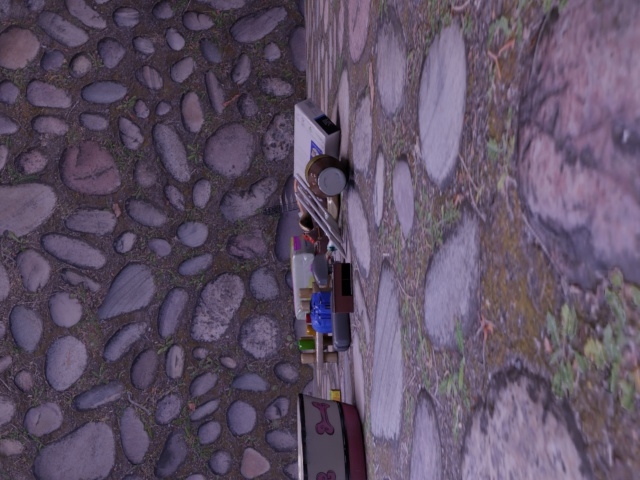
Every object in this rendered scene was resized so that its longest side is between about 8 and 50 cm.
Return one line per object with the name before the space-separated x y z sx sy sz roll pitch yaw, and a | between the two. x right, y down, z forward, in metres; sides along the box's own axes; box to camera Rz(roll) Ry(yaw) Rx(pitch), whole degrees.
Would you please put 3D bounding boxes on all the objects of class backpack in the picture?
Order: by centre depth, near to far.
backpack | 0.014 0.226 1.886 0.101 0.097 0.120 103 167 -61

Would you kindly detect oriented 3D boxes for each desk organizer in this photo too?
desk organizer | 0.056 0.121 1.542 0.047 0.050 0.130 169 100 -86

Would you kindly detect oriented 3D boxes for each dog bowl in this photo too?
dog bowl | 0.022 0.586 1.488 0.408 0.150 0.408 179 90 -86

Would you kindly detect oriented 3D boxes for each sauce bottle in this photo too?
sauce bottle | 0.015 -0.174 1.612 0.344 0.111 0.112 -103 12 -80

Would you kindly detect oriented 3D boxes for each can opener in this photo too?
can opener | 0.027 0.167 1.673 0.076 0.095 0.284 94 174 -60

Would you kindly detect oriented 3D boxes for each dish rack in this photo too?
dish rack | -0.105 -0.159 2.390 0.208 0.271 0.074 113 143 -82

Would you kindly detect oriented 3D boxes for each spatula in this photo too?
spatula | -0.002 -0.072 1.676 0.242 0.019 0.168 50 -161 -26

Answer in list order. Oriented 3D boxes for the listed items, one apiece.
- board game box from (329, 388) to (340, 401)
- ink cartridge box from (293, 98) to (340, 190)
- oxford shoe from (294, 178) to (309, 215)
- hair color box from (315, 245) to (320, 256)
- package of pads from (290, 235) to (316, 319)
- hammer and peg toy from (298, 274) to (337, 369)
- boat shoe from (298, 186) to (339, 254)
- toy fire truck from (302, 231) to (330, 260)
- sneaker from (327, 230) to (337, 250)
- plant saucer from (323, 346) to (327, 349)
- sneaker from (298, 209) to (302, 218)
board game box | 0.050 0.621 1.955 0.124 0.039 0.260 103 168 -78
ink cartridge box | -0.017 -0.271 1.900 0.165 0.065 0.333 50 155 25
oxford shoe | -0.021 -0.216 2.097 0.133 0.129 0.364 -117 23 -63
hair color box | 0.002 0.092 2.456 0.141 0.043 0.072 -95 4 -50
package of pads | -0.068 0.146 2.464 0.229 0.101 0.297 -101 8 -68
hammer and peg toy | -0.017 0.276 2.143 0.361 0.127 0.266 -113 22 -80
boat shoe | -0.010 -0.065 1.940 0.342 0.123 0.123 95 173 -60
toy fire truck | 0.000 0.000 2.152 0.135 0.047 0.192 51 148 8
sneaker | 0.043 -0.015 1.849 0.098 0.038 0.069 111 161 -56
plant saucer | 0.003 0.348 2.572 0.278 0.041 0.278 178 90 -87
sneaker | -0.029 -0.067 2.392 0.296 0.111 0.131 96 168 -83
